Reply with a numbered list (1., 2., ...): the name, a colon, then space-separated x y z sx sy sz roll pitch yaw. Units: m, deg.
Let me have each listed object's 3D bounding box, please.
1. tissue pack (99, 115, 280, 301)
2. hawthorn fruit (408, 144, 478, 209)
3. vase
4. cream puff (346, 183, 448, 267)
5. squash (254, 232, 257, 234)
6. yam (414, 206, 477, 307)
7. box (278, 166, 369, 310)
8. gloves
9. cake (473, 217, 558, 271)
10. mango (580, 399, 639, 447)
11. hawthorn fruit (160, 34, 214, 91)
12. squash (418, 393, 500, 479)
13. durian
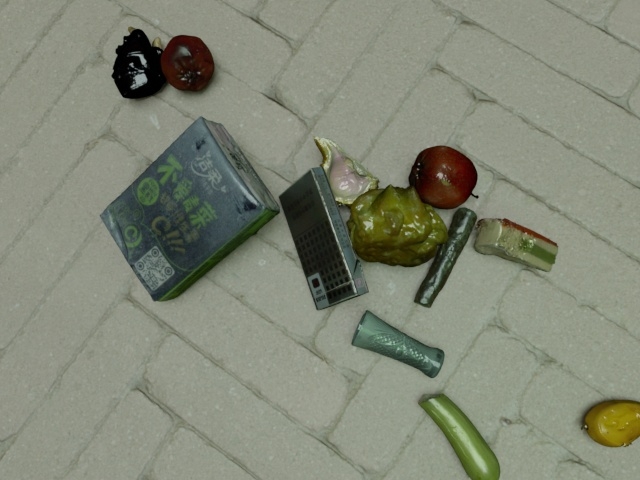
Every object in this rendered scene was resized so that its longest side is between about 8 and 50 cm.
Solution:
1. tissue pack: -0.331 -0.069 1.176 0.394 0.124 0.288 -39 81 18
2. hawthorn fruit: 0.326 -0.151 1.196 0.193 0.157 0.157 23 84 -12
3. vase: 0.194 0.262 1.170 0.219 0.096 0.096 25 84 4
4. cream puff: 0.180 -0.031 1.144 0.244 0.244 0.196 -19 67 1
5. squash: -0.208 -0.103 1.247 0.095 0.095 0.188 -28 84 -1
6. yam: 0.321 0.045 1.208 0.061 0.061 0.274 27 85 7
7. box: 0.000 0.001 1.179 0.047 0.180 0.325 -13 79 -37
8. gloves: -0.512 -0.507 1.314 0.164 0.124 0.204 -22 89 -18
9. cake: 0.489 0.010 1.211 0.220 0.116 0.086 19 86 -27
10. mango: 0.714 0.433 1.126 0.187 0.066 0.101 -16 73 -4
11. hawthorn fruit: -0.365 -0.496 1.295 0.148 0.148 0.172 -18 54 1
12. squash: 0.340 0.475 1.136 0.083 0.083 0.250 -36 79 -2
13. durian: 0.051 -0.183 1.237 0.140 0.078 0.224 -35 98 7
